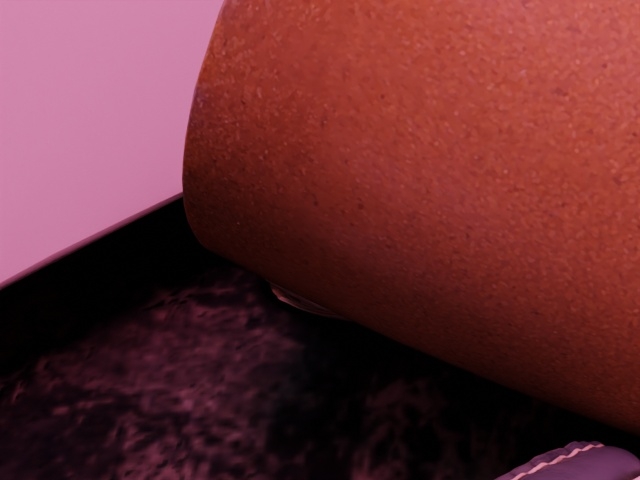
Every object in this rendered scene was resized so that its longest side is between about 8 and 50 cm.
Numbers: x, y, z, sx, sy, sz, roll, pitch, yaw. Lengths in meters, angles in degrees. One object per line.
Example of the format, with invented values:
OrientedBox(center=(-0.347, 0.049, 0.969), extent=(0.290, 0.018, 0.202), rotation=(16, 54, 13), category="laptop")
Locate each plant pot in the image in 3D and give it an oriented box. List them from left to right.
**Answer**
OrientedBox(center=(0.131, -0.031, 0.436), extent=(0.254, 0.237, 0.237), rotation=(32, 53, 16), category="plant pot")

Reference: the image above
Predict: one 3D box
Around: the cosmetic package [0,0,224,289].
OrientedBox(center=(-0.055, -0.144, 0.618), extent=(0.385, 0.217, 0.156), rotation=(-26, 11, -17), category="cosmetic package")

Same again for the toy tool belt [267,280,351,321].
OrientedBox(center=(0.000, 0.000, 0.587), extent=(0.051, 0.052, 0.083), rotation=(-8, 27, -42), category="toy tool belt")

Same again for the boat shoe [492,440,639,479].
OrientedBox(center=(-0.019, 0.120, 0.398), extent=(0.254, 0.095, 0.079), rotation=(-33, 51, -9), category="boat shoe")
